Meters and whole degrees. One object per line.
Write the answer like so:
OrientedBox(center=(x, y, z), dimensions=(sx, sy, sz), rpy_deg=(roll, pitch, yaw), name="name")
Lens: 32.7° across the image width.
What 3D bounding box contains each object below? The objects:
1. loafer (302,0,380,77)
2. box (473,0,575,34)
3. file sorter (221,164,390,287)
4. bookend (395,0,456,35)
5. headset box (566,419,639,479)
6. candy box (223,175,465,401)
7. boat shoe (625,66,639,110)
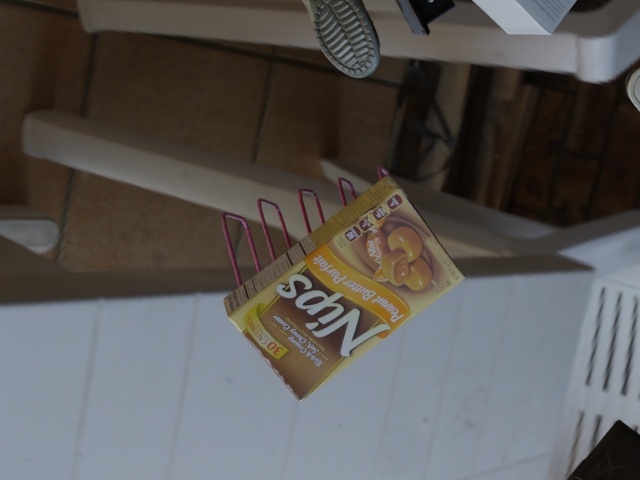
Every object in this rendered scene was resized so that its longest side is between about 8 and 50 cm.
OrientedBox(center=(0.025, -0.370, 1.691), dimensions=(0.251, 0.094, 0.087), rpy_deg=(62, 29, 1), name="loafer")
OrientedBox(center=(0.393, -0.513, 2.190), dimensions=(0.182, 0.181, 0.119), rpy_deg=(38, 87, -22), name="box")
OrientedBox(center=(0.000, 0.000, 1.841), dimensions=(0.202, 0.291, 0.182), rpy_deg=(12, 62, -81), name="file sorter")
OrientedBox(center=(0.206, -0.475, 1.959), dimensions=(0.156, 0.072, 0.157), rpy_deg=(-32, 108, -6), name="bookend")
OrientedBox(center=(0.359, 0.362, 1.332), dimensions=(0.218, 0.110, 0.293), rpy_deg=(-49, 144, -5), name="headset box")
OrientedBox(center=(0.035, 0.072, 1.640), dimensions=(0.316, 0.087, 0.183), rpy_deg=(-37, 108, 1), name="candy box")
OrientedBox(center=(0.562, -0.214, 1.667), dimensions=(0.255, 0.079, 0.095), rpy_deg=(11, 113, -21), name="boat shoe")
